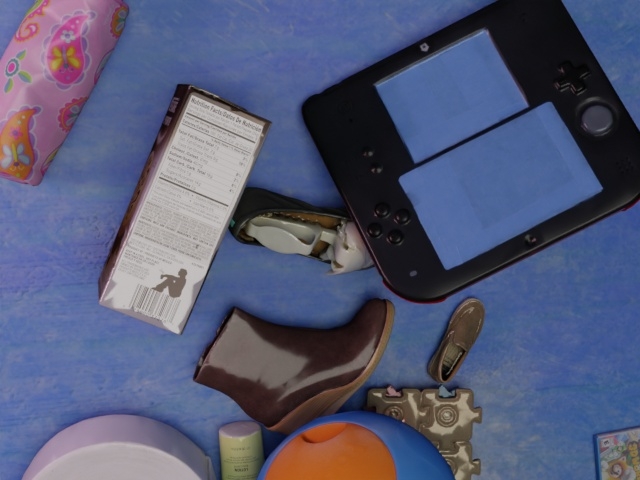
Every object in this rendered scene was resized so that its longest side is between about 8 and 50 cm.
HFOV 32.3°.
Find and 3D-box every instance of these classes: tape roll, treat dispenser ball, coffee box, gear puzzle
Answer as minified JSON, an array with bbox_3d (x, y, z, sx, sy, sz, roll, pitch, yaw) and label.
[{"bbox_3d":[-0.275,0.385,1.512,0.286,0.100,0.286,-2,104,-7],"label":"tape roll"},{"bbox_3d":[0.048,0.372,1.472,0.288,0.288,0.288,-2,99,-12],"label":"treat dispenser ball"},{"bbox_3d":[-0.183,-0.047,1.449,0.118,0.168,0.297,22,92,-14],"label":"coffee box"},{"bbox_3d":[0.146,0.377,1.645,0.175,0.044,0.339,1,97,-5],"label":"gear puzzle"}]

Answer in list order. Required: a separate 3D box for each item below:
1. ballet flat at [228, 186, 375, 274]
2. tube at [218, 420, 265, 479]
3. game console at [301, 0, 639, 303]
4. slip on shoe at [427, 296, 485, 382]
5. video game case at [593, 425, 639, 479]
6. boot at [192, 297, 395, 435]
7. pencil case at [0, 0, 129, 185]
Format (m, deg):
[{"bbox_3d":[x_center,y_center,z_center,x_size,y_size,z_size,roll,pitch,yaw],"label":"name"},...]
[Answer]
[{"bbox_3d":[0.000,0.000,1.529,0.280,0.096,0.095,10,121,-12],"label":"ballet flat"},{"bbox_3d":[-0.104,0.381,1.586,0.062,0.070,0.240,-17,109,-46],"label":"tube"},{"bbox_3d":[0.208,-0.128,1.479,0.386,0.060,0.342,-26,77,3],"label":"game console"},{"bbox_3d":[0.203,0.148,1.623,0.051,0.041,0.135,33,90,-14],"label":"slip on shoe"},{"bbox_3d":[0.511,0.348,1.732,0.166,0.015,0.119,-9,100,-11],"label":"video game case"},{"bbox_3d":[-0.034,0.147,1.548,0.206,0.090,0.248,34,94,-17],"label":"boot"},{"bbox_3d":[-0.353,-0.213,1.418,0.124,0.124,0.284,26,91,-14],"label":"pencil case"}]
